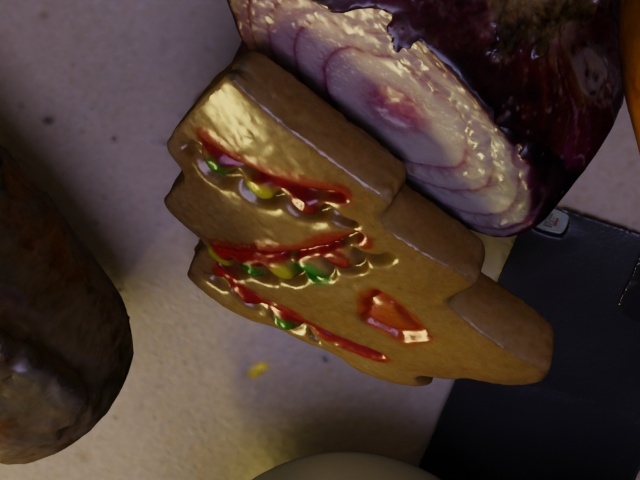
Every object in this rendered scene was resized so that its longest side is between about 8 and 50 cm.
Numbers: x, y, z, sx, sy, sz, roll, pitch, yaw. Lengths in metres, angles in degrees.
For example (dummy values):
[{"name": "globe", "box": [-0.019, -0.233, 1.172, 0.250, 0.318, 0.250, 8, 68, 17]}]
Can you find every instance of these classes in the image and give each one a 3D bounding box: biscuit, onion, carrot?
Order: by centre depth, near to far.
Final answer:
[{"name": "onion", "box": [0.036, -0.103, 0.894, 0.195, 0.140, 0.218, 35, 162, -24]}, {"name": "biscuit", "box": [0.000, 0.000, 0.936, 0.212, 0.041, 0.239, 15, 152, 33]}, {"name": "carrot", "box": [-0.213, -0.020, 0.987, 0.138, 0.139, 0.302, -26, 106, 23]}]

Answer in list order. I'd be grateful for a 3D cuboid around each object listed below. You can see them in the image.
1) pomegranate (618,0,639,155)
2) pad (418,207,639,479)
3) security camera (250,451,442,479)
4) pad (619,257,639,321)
[{"name": "pomegranate", "box": [0.254, -0.076, 0.793, 0.264, 0.264, 0.264, 4, 121, 7]}, {"name": "pad", "box": [0.134, 0.072, 1.050, 0.116, 0.004, 0.193, 17, 121, -3]}, {"name": "security camera", "box": [0.039, 0.210, 1.041, 0.236, 0.194, 0.195, 22, 122, -5]}, {"name": "pad", "box": [0.227, -0.009, 0.984, 0.112, 0.003, 0.157, 17, 122, -4]}]
